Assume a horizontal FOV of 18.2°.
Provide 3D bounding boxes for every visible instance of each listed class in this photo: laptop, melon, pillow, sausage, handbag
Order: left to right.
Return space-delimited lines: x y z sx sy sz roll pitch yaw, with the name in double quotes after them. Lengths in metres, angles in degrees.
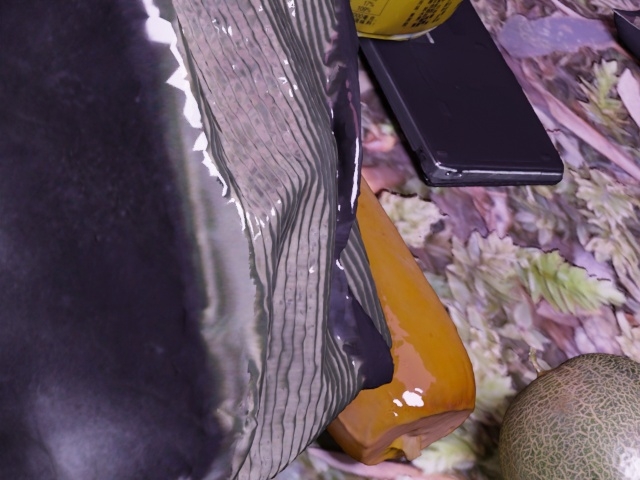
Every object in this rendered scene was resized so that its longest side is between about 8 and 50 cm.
-0.100 -0.023 1.126 0.240 0.247 0.341 -19 102 -60 "handbag"
-0.004 -0.002 1.334 0.112 0.112 0.328 -4 56 -40 "sausage"
0.102 -0.130 1.596 0.154 0.026 0.207 -1 54 -38 "laptop"
0.191 0.151 1.319 0.139 0.139 0.192 -22 72 -47 "melon"
0.325 -0.156 1.777 0.090 0.048 0.150 -26 69 -45 "pillow"

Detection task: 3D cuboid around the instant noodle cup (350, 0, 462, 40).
0.047 -0.325 1.528 0.325 0.254 0.325 18 38 -14 "instant noodle cup"
